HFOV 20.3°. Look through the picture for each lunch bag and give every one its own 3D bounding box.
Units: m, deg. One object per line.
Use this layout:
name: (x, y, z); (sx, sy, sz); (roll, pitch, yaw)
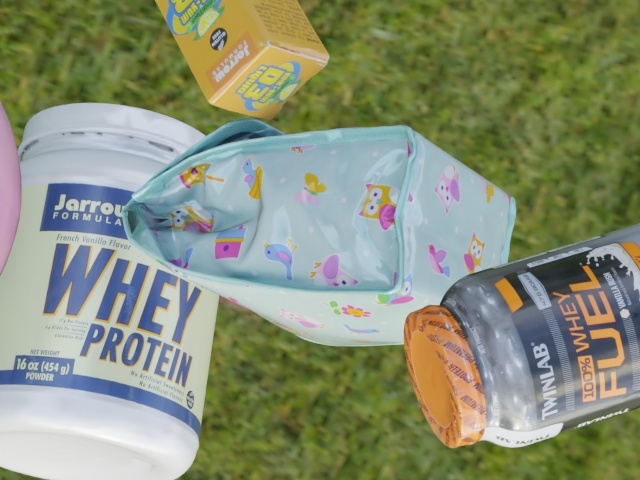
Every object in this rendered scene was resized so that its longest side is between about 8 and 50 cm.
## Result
lunch bag: (0.000, 0.000, 1.449); (0.223, 0.262, 0.160); (26, 67, -57)

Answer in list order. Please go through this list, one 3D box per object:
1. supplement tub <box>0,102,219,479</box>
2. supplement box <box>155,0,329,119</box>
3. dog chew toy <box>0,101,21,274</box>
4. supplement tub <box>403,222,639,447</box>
supplement tub: (-0.215, 0.055, 1.724); (0.235, 0.235, 0.325); (26, 62, -40)
supplement box: (-0.085, -0.209, 1.412); (0.078, 0.233, 0.080); (-44, 151, 26)
dog chew toy: (-0.254, 0.052, 0.812); (0.206, 0.206, 0.332); (24, 65, -40)
supplement tub: (0.158, 0.064, 1.156); (0.190, 0.117, 0.117); (-17, 115, -14)
